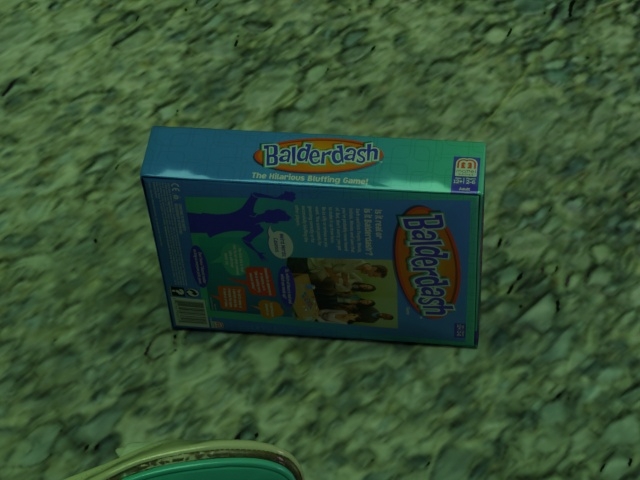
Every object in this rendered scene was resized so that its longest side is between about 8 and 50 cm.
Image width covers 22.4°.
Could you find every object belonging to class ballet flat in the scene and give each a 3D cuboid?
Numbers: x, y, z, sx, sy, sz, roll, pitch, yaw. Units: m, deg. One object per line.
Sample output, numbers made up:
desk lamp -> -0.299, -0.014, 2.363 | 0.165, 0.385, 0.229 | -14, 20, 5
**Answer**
ballet flat -> -0.135, 0.164, 0.975 | 0.248, 0.086, 0.086 | -18, 52, -9

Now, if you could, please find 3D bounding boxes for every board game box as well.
board game box -> 0.000, 0.000, 1.041 | 0.210, 0.160, 0.047 | 4, 51, 6
